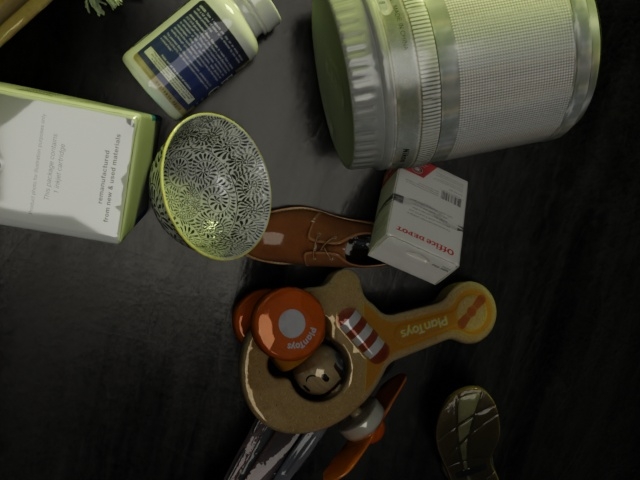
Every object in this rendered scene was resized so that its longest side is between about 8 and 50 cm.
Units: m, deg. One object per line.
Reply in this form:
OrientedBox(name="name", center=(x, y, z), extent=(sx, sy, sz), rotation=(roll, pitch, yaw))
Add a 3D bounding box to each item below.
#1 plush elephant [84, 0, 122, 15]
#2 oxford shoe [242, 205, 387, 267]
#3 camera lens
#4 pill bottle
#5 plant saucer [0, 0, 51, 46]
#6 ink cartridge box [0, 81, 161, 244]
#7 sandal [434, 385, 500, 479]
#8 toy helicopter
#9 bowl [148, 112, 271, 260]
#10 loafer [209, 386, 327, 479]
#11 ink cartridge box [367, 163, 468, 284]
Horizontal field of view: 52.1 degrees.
OrientedBox(name="plush elephant", center=(-0.316, -0.362, 0.610), extent=(0.272, 0.255, 0.330), rotation=(-44, 103, 1))
OrientedBox(name="oxford shoe", center=(0.000, 0.000, 0.819), extent=(0.212, 0.076, 0.076), rotation=(1, 102, -7))
OrientedBox(name="camera lens", center=(0.145, -0.201, 0.728), extent=(0.274, 0.219, 0.219), rotation=(-12, 102, -6))
OrientedBox(name="pill bottle", center=(-0.131, -0.224, 0.746), extent=(0.169, 0.094, 0.094), rotation=(-39, 103, 0))
OrientedBox(name="plant saucer", center=(-0.358, -0.242, 0.478), extent=(0.333, 0.081, 0.332), rotation=(-38, 96, 6))
OrientedBox(name="ink cartridge box", center=(-0.336, -0.098, 0.672), extent=(0.307, 0.223, 0.129), rotation=(10, 99, -10))
OrientedBox(name="sandal", center=(0.207, 0.288, 0.915), extent=(0.090, 0.060, 0.219), rotation=(-17, 117, 1))
OrientedBox(name="toy helicopter", center=(0.073, 0.144, 0.825), extent=(0.355, 0.140, 0.235), rotation=(-14, 89, -20))
OrientedBox(name="bowl", center=(-0.143, -0.058, 0.769), extent=(0.080, 0.170, 0.170), rotation=(-8, 106, 38))
OrientedBox(name="loafer", center=(-0.108, 0.320, 0.857), extent=(0.095, 0.109, 0.302), rotation=(39, 86, 5))
OrientedBox(name="ink cartridge box", center=(0.121, -0.028, 0.803), extent=(0.099, 0.056, 0.135), rotation=(24, 54, -12))
